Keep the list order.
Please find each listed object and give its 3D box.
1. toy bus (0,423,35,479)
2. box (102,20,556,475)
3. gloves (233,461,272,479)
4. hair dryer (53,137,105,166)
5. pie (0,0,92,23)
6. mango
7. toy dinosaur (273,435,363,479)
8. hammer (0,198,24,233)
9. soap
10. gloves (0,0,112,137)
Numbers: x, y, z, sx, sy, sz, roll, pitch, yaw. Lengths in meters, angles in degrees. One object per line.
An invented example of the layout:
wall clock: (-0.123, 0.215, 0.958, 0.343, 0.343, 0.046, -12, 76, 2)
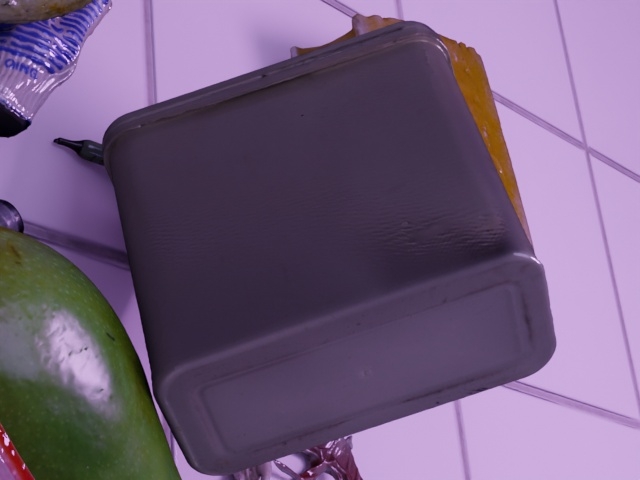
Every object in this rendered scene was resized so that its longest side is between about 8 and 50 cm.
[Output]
toy bus: (-0.244, 0.196, 0.851, 0.127, 0.147, 0.302, -41, 118, -34)
box: (0.000, 0.000, 1.205, 0.343, 0.352, 0.177, -108, -179, -47)
gloves: (-0.067, 0.231, 1.332, 0.044, 0.037, 0.081, 20, 63, 1)
hair dryer: (-0.208, -0.081, 1.355, 0.150, 0.047, 0.071, 17, 52, -33)
pie: (-0.344, -0.324, 1.232, 0.323, 0.070, 0.323, 12, 53, -16)
mango: (-0.229, 0.145, 1.046, 0.382, 0.201, 0.225, 53, 28, -20)
toy dinosaur: (0.000, 0.237, 1.422, 0.220, 0.032, 0.108, 44, 43, -11)
hammer: (-0.379, -0.166, 1.109, 0.152, 0.044, 0.426, -31, 108, -51)
soap: (0.120, -0.100, 1.681, 0.293, 0.156, 0.335, 13, 60, -53)
gloves: (-0.277, -0.193, 1.269, 0.229, 0.119, 0.097, -70, 162, -48)
